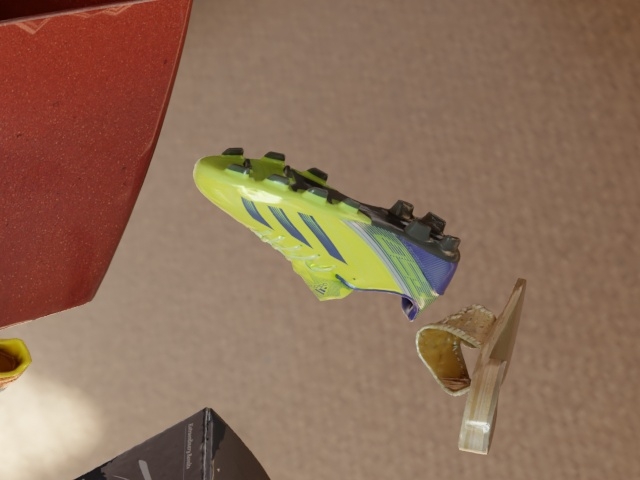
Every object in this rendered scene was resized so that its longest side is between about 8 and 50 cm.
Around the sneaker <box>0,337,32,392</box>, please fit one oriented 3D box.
[{"bbox_3d":[-0.349,0.114,1.752,0.067,0.175,0.064,-43,67,40],"label":"sneaker"}]

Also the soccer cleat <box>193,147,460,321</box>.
[{"bbox_3d":[0.001,0.001,1.806,0.121,0.289,0.093,-62,26,17],"label":"soccer cleat"}]

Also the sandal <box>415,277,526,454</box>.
[{"bbox_3d":[0.114,0.089,1.528,0.079,0.088,0.240,11,26,8],"label":"sandal"}]

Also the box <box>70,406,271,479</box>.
[{"bbox_3d":[-0.151,0.265,1.629,0.207,0.108,0.153,-28,29,16],"label":"box"}]

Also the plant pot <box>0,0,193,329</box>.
[{"bbox_3d":[-0.271,-0.071,1.299,0.267,0.267,0.236,22,118,40],"label":"plant pot"}]
